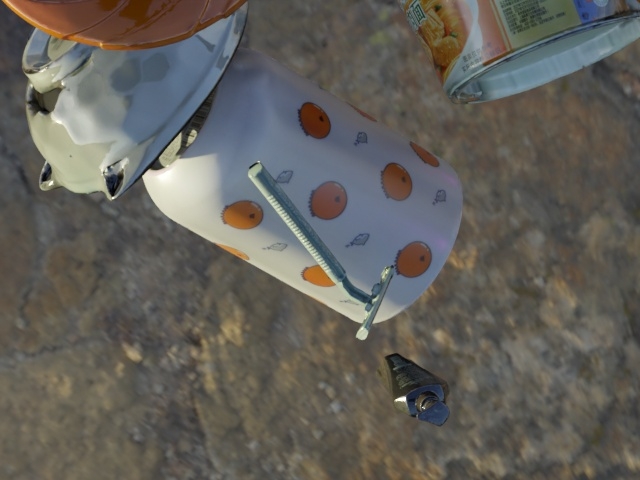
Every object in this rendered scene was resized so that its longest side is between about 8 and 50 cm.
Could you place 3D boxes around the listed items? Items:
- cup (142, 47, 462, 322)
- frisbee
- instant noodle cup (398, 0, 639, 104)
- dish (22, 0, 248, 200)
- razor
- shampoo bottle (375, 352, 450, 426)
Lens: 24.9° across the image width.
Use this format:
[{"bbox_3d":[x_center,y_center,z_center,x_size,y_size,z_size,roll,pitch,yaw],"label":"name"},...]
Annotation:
[{"bbox_3d":[-0.028,-0.065,1.587,0.212,0.317,0.212,-35,40,36],"label":"cup"},{"bbox_3d":[-0.114,-0.204,0.848,0.192,0.035,0.192,0,73,-1],"label":"frisbee"},{"bbox_3d":[0.206,-0.281,1.496,0.296,0.296,0.214,-22,83,9],"label":"instant noodle cup"},{"bbox_3d":[-0.211,-0.186,1.452,0.303,0.120,0.303,-34,34,26],"label":"dish"},{"bbox_3d":[-0.006,0.001,1.436,0.036,0.211,0.084,-17,36,42],"label":"razor"},{"bbox_3d":[0.077,0.122,1.181,0.048,0.137,0.027,-17,103,-9],"label":"shampoo bottle"}]
